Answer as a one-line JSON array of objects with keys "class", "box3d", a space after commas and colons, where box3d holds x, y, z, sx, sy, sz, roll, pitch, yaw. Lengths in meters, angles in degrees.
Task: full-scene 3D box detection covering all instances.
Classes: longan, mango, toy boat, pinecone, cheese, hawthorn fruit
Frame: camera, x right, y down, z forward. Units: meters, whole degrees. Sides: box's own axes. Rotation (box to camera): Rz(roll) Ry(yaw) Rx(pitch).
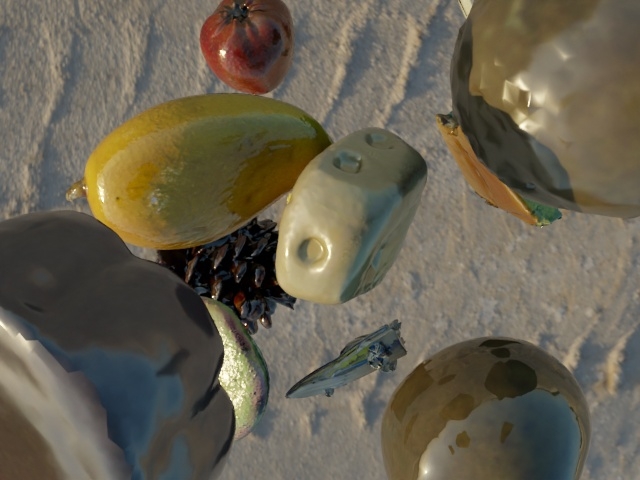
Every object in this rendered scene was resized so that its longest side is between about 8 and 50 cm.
[{"class": "longan", "box3d": [0.380, -0.242, 1.127, 0.404, 0.404, 0.436, 26, 84, -28]}, {"class": "mango", "box3d": [-0.133, -0.082, 1.028, 0.317, 0.119, 0.176, -18, 120, -12]}, {"class": "toy boat", "box3d": [0.039, 0.191, 1.338, 0.210, 0.066, 0.084, -27, 155, 7]}, {"class": "pinecone", "box3d": [-0.184, 0.067, 1.759, 0.296, 0.242, 0.298, 18, 95, -11]}, {"class": "cheese", "box3d": [0.038, -0.019, 1.054, 0.235, 0.117, 0.218, -54, 163, -20]}, {"class": "longan", "box3d": [0.238, 0.295, 1.302, 0.319, 0.319, 0.319, -7, 122, -12]}, {"class": "hawthorn fruit", "box3d": [-0.108, -0.302, 1.457, 0.163, 0.162, 0.203, -22, 147, -3]}]

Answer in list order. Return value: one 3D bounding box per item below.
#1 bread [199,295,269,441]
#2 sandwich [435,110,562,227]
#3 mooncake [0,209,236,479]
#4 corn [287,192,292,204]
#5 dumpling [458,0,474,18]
[{"class": "bread", "box3d": [-0.174, 0.191, 1.290, 0.033, 0.228, 0.228, -14, 134, -55]}, {"class": "sandwich", "box3d": [0.320, -0.143, 1.657, 0.063, 0.245, 0.212, -40, 124, -6]}, {"class": "mooncake", "box3d": [-0.168, 0.097, 0.576, 0.245, 0.133, 0.245, 15, 122, 26]}, {"class": "corn", "box3d": [0.000, 0.000, 1.928, 0.093, 0.093, 0.244, -19, 95, -4]}, {"class": "dumpling", "box3d": [0.363, -0.516, 1.653, 0.341, 0.181, 0.260, -39, 159, -39]}]
